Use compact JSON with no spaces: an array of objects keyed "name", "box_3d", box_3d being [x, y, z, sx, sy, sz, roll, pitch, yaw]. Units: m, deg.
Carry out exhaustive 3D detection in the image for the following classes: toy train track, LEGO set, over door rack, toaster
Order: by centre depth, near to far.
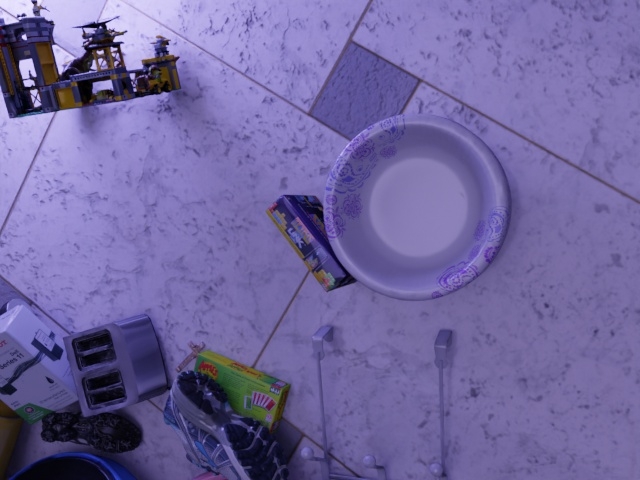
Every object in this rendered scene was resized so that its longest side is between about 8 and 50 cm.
[{"name":"over door rack","box_3d":[0.094,0.313,1.130,0.239,0.108,0.324,1,92,20]},{"name":"LEGO set","box_3d":[-0.432,-0.345,1.224,0.331,0.255,0.192,0,108,28]},{"name":"toy train track","box_3d":[-0.255,0.228,1.305,0.083,0.014,0.048,-46,77,17]},{"name":"toaster","box_3d":[-0.393,0.242,1.306,0.185,0.110,0.168,-17,87,20]}]

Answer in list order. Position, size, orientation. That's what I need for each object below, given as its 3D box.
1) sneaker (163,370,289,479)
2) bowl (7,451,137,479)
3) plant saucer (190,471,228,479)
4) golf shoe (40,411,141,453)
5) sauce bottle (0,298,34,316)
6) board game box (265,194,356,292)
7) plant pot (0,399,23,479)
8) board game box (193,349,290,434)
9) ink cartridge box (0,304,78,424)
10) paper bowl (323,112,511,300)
[{"name":"sneaker","box_3d":[-0.172,0.366,1.199,0.283,0.110,0.122,44,117,21]},{"name":"bowl","box_3d":[-0.508,0.584,1.256,0.391,0.077,0.391,-12,48,13]},{"name":"plant saucer","box_3d":[-0.144,0.579,1.210,0.332,0.084,0.332,-4,76,16]},{"name":"golf shoe","box_3d":[-0.458,0.381,1.362,0.198,0.094,0.077,13,77,-4]},{"name":"sauce bottle","box_3d":[-0.754,0.234,1.442,0.344,0.111,0.111,-30,82,17]},{"name":"board game box","box_3d":[0.000,0.000,1.135,0.048,0.141,0.170,-41,79,17]},{"name":"plant pot","box_3d":[-0.746,0.432,1.385,0.254,0.254,0.239,29,87,17]},{"name":"board game box","box_3d":[-0.154,0.282,1.254,0.181,0.043,0.092,19,98,19]},{"name":"ink cartridge box","box_3d":[-0.587,0.249,1.339,0.153,0.087,0.208,-29,116,20]},{"name":"paper bowl","box_3d":[0.159,-0.052,1.070,0.284,0.148,0.284,0,91,20]}]
